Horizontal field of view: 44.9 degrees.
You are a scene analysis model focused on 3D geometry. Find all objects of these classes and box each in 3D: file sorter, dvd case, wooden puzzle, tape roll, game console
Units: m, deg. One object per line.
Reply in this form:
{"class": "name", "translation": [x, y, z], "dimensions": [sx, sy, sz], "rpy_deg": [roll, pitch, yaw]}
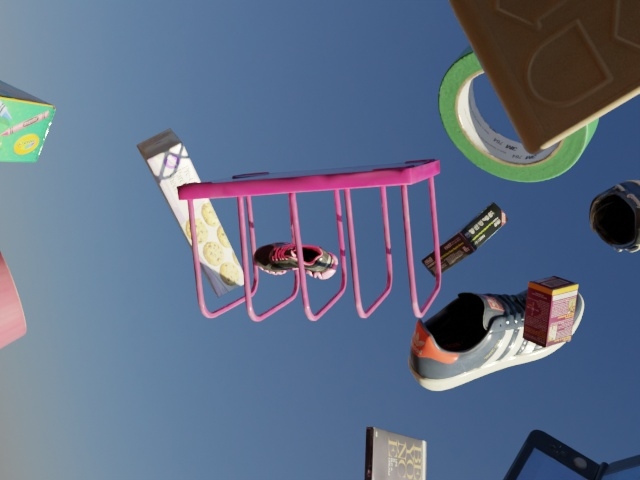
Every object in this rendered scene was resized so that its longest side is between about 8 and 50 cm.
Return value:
{"class": "file sorter", "translation": [0.000, 0.000, 0.999], "dimensions": [0.290, 0.202, 0.182], "rpy_deg": [-3, -82, 18]}
{"class": "dvd case", "translation": [0.119, 0.384, 1.197], "dimensions": [0.018, 0.221, 0.164], "rpy_deg": [-6, -111, 27]}
{"class": "wooden puzzle", "translation": [0.397, -0.345, 1.164], "dimensions": [0.348, 0.080, 0.322], "rpy_deg": [-34, -111, 32]}
{"class": "tape roll", "translation": [0.401, -0.270, 1.593], "dimensions": [0.321, 0.077, 0.321], "rpy_deg": [24, -38, 20]}
{"class": "game console", "translation": [0.503, 0.469, 1.500], "dimensions": [0.250, 0.293, 0.173], "rpy_deg": [30, -53, 20]}

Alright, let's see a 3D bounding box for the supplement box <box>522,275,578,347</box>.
{"class": "supplement box", "translation": [0.309, 0.095, 1.042], "dimensions": [0.043, 0.055, 0.083], "rpy_deg": [22, -66, 51]}

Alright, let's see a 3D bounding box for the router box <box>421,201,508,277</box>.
{"class": "router box", "translation": [0.221, 0.000, 1.193], "dimensions": [0.038, 0.092, 0.122], "rpy_deg": [50, -31, 4]}

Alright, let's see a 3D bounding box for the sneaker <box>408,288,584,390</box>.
{"class": "sneaker", "translation": [0.315, 0.137, 1.355], "dimensions": [0.131, 0.350, 0.148], "rpy_deg": [50, -23, 45]}

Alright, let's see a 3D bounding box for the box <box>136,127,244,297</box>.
{"class": "box", "translation": [-0.213, -0.038, 1.323], "dimensions": [0.063, 0.067, 0.324], "rpy_deg": [48, -18, 48]}

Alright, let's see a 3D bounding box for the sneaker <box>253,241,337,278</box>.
{"class": "sneaker", "translation": [-0.039, 0.019, 1.033], "dimensions": [0.119, 0.057, 0.047], "rpy_deg": [3, -109, 21]}

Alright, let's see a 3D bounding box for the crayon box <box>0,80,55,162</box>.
{"class": "crayon box", "translation": [-0.453, -0.157, 0.865], "dimensions": [0.165, 0.278, 0.081], "rpy_deg": [25, -80, 12]}

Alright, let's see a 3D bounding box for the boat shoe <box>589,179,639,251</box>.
{"class": "boat shoe", "translation": [0.481, -0.041, 1.233], "dimensions": [0.302, 0.091, 0.114], "rpy_deg": [-145, -128, -87]}

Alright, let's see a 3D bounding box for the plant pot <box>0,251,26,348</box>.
{"class": "plant pot", "translation": [-0.473, 0.087, 0.949], "dimensions": [0.201, 0.180, 0.201], "rpy_deg": [39, -41, 44]}
